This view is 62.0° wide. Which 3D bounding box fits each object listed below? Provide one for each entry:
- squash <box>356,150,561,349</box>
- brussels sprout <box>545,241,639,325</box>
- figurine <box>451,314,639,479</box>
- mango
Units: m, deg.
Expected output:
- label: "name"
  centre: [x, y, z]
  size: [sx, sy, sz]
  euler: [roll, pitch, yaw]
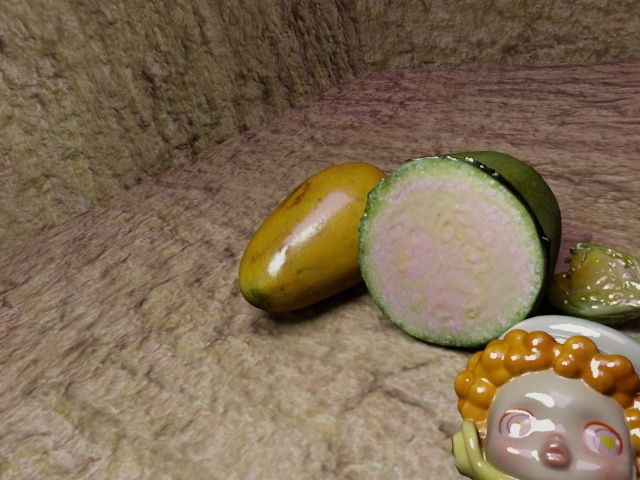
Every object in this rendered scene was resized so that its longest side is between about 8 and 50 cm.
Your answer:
- label: "squash"
  centre: [0.265, -0.010, 0.921]
  size: [0.311, 0.310, 0.309]
  euler: [6, 16, 33]
- label: "brussels sprout"
  centre: [0.428, 0.077, 0.825]
  size: [0.139, 0.100, 0.181]
  euler: [-34, 34, -14]
- label: "figurine"
  centre: [0.212, 0.265, 0.523]
  size: [0.225, 0.205, 0.381]
  euler: [16, 60, 38]
- label: "mango"
  centre: [0.000, 0.000, 1.021]
  size: [0.378, 0.221, 0.264]
  euler: [-38, 15, -28]
